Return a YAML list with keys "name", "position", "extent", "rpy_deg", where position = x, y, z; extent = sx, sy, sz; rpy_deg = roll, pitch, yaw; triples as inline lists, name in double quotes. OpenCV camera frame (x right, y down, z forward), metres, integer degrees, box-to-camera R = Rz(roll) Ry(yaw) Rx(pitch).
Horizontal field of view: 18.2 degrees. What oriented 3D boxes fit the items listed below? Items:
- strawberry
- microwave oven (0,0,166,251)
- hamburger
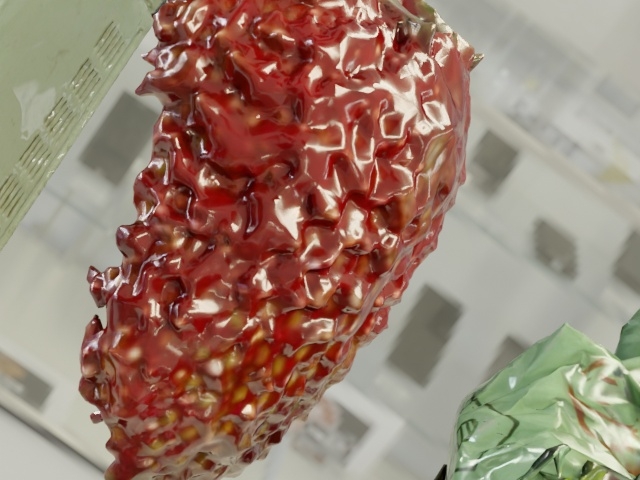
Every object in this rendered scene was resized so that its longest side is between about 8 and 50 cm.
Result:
- name: "strawberry"
  position: [0.000, 0.000, 1.013]
  extent: [0.137, 0.306, 0.233]
  rpy_deg: [6, -9, 31]
- name: "microwave oven"
  position: [-0.188, -0.099, 0.766]
  extent: [0.205, 0.163, 0.129]
  rpy_deg: [28, -12, 18]
- name: "hamburger"
  position: [0.099, 0.151, 0.962]
  extent: [0.150, 0.261, 0.276]
  rpy_deg: [14, 32, 25]
